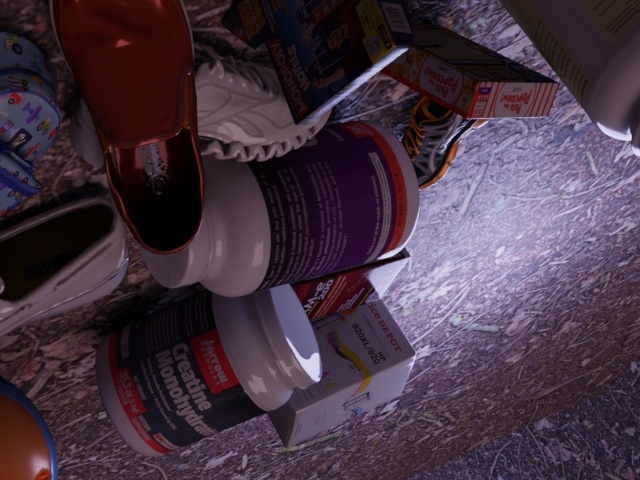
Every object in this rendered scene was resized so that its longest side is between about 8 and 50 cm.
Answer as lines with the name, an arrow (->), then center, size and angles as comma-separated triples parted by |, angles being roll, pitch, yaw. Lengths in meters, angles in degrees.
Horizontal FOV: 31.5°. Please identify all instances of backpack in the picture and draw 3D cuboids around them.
backpack -> -0.308, -0.099, 1.022 | 0.173, 0.117, 0.158 | -34, 157, -1

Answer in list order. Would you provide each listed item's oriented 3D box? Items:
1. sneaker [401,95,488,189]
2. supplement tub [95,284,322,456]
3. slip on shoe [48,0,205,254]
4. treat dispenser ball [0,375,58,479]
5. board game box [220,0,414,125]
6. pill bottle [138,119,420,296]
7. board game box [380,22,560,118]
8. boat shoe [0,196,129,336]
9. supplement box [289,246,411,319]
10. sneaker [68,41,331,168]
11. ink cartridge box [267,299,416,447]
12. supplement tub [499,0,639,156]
sneaker -> 0.149, -0.151, 1.516 | 0.083, 0.084, 0.215 | 8, 133, -36
supplement tub -> -0.155, 0.169, 1.573 | 0.272, 0.191, 0.191 | -24, 157, 11
slip on shoe -> -0.164, -0.129, 1.036 | 0.123, 0.101, 0.331 | -15, 125, -11
treat dispenser ball -> -0.464, 0.288, 1.369 | 0.288, 0.288, 0.288 | -26, 155, -13
board game box -> -0.007, -0.219, 1.103 | 0.060, 0.194, 0.194 | -4, 159, -44
pill bottle -> -0.050, -0.038, 1.359 | 0.323, 0.181, 0.181 | -13, 150, -35
board game box -> 0.148, -0.195, 1.274 | 0.147, 0.193, 0.045 | -6, 122, -43
boat shoe -> -0.369, 0.049, 1.209 | 0.367, 0.136, 0.156 | -24, 155, -23
supplement box -> 0.007, 0.058, 1.744 | 0.239, 0.073, 0.130 | -13, 151, -33
sneaker -> -0.110, -0.149, 1.171 | 0.292, 0.110, 0.118 | -11, 137, -30
ink cartridge box -> 0.012, 0.205, 1.912 | 0.233, 0.171, 0.168 | -23, 155, -20
supplement tub -> 0.344, -0.257, 1.221 | 0.235, 0.325, 0.235 | -26, 156, -12
